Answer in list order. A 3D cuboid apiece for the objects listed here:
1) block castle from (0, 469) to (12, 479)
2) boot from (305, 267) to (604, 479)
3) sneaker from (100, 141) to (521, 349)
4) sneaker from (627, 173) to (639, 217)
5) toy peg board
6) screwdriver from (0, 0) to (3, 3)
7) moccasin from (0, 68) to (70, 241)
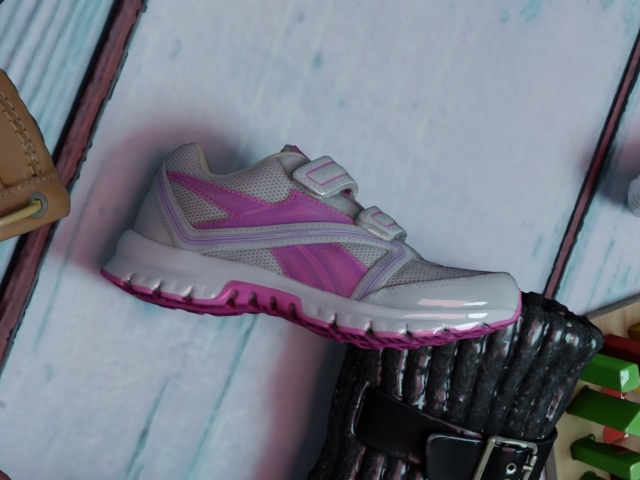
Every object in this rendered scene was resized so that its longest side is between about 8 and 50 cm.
[{"bbox_3d":[-0.148,0.372,0.714,0.303,0.213,0.453,15,85,-3],"label":"block castle"},{"bbox_3d":[0.143,0.171,0.928,0.348,0.131,0.260,23,86,-31],"label":"boot"},{"bbox_3d":[0.000,0.000,0.790,0.252,0.103,0.111,12,81,1],"label":"sneaker"},{"bbox_3d":[0.332,-0.086,1.026,0.235,0.094,0.153,1,96,-31],"label":"sneaker"},{"bbox_3d":[0.258,0.134,1.023,0.160,0.079,0.161,-17,106,-28],"label":"toy peg board"},{"bbox_3d":[-0.157,-0.195,0.758,0.170,0.024,0.025,-59,149,-12],"label":"screwdriver"},{"bbox_3d":[-0.297,0.046,0.654,0.380,0.139,0.147,-37,106,-31],"label":"moccasin"}]
